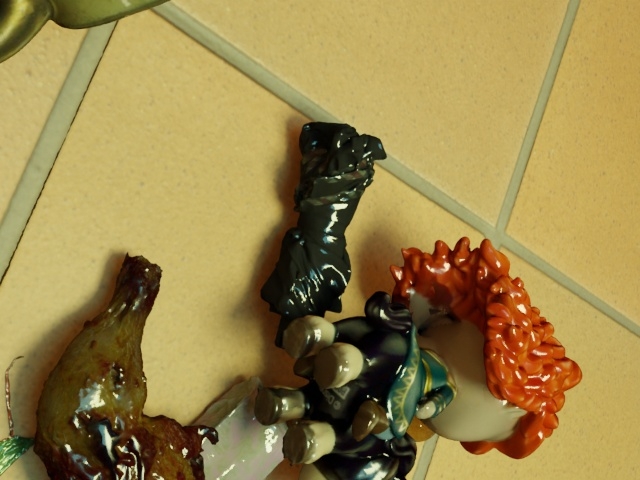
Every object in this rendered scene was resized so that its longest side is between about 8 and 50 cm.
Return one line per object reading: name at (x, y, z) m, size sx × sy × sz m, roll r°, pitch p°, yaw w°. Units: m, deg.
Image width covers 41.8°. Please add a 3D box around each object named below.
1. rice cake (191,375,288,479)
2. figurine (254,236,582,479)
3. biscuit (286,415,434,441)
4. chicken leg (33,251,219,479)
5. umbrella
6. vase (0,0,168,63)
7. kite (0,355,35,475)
rice cake at (-0.155, 0.280, 0.917) m, size 0.298 × 0.050 × 0.106 m, roll -39°, pitch 116°, yaw -30°
figurine at (0.119, 0.169, 0.988) m, size 0.412 × 0.241 × 0.306 m, roll -25°, pitch 113°, yaw -29°
biscuit at (0.066, 0.242, 1.097) m, size 0.250 × 0.036 × 0.165 m, roll -14°, pitch 93°, yaw -37°
chicken leg at (-0.190, 0.181, 0.834) m, size 0.177 × 0.083 × 0.322 m, roll -22°, pitch 94°, yaw -39°
umbrella at (0.000, -0.001, 0.988) m, size 0.110 × 0.122 × 0.272 m, roll 13°, pitch 90°, yaw 5°
vase at (-0.273, -0.275, 0.695) m, size 0.329 × 0.241 × 0.302 m, roll -48°, pitch 139°, yaw 7°
kite at (-0.350, 0.166, 0.779) m, size 0.198 × 0.006 × 0.244 m, roll 4°, pitch 91°, yaw -39°
